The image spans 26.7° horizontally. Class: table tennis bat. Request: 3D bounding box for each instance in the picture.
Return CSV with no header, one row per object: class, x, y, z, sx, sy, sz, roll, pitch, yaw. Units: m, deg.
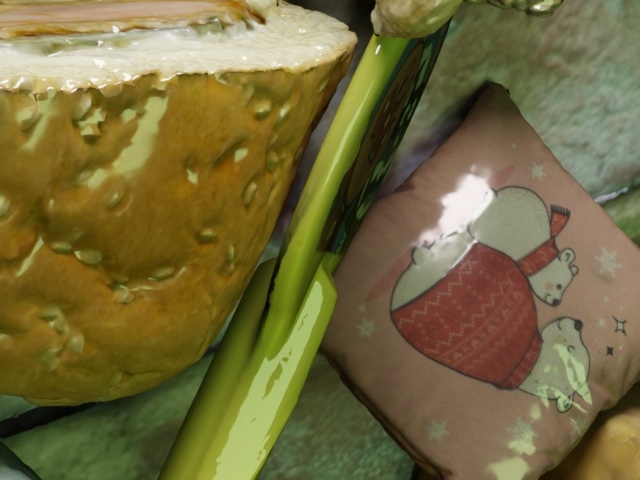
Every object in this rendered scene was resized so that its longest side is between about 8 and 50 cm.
table tennis bat,0.000,0.000,0.762,0.368,0.054,0.224,-65,174,2

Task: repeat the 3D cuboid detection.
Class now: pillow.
pillow,0.109,0.042,0.885,0.236,0.223,0.084,-40,177,-17

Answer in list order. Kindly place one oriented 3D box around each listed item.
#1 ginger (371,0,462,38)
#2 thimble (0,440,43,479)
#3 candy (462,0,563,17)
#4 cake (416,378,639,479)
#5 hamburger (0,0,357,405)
ginger,0.041,-0.264,0.639,0.148,0.081,0.333,-6,81,-4
thimble,-0.241,0.171,0.682,0.250,0.172,0.205,34,87,-48
candy,0.126,-0.191,0.808,0.085,0.095,0.110,16,120,-5
cake,0.272,0.246,1.028,0.321,0.332,0.332,-3,117,-33
hamburger,-0.131,-0.013,0.663,0.330,0.162,0.209,-15,122,-37
